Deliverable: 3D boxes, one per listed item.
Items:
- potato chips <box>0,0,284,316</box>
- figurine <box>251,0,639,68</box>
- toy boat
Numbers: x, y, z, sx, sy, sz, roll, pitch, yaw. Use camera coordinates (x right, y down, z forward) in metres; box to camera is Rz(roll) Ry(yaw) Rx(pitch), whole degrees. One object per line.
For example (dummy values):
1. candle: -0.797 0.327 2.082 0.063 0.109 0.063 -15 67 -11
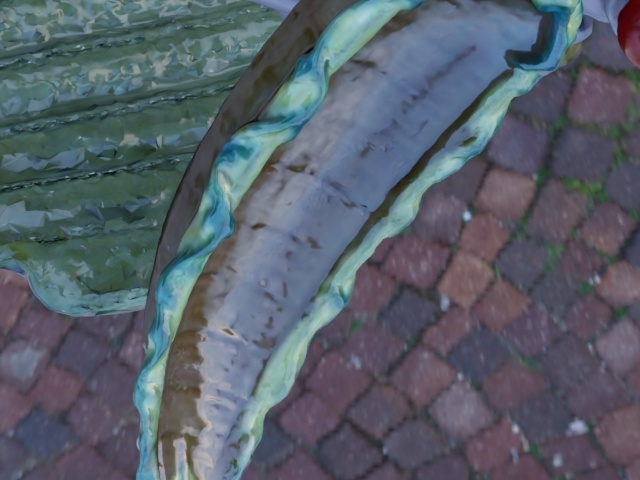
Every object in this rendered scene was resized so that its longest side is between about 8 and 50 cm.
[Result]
1. potato chips: -0.093 -0.119 1.058 0.429 0.358 0.070 -18 157 -28
2. figurine: 0.055 -0.131 0.824 0.176 0.287 0.186 -43 125 -4
3. toy boat: -0.008 -0.004 0.641 0.108 0.099 0.293 17 111 -50
